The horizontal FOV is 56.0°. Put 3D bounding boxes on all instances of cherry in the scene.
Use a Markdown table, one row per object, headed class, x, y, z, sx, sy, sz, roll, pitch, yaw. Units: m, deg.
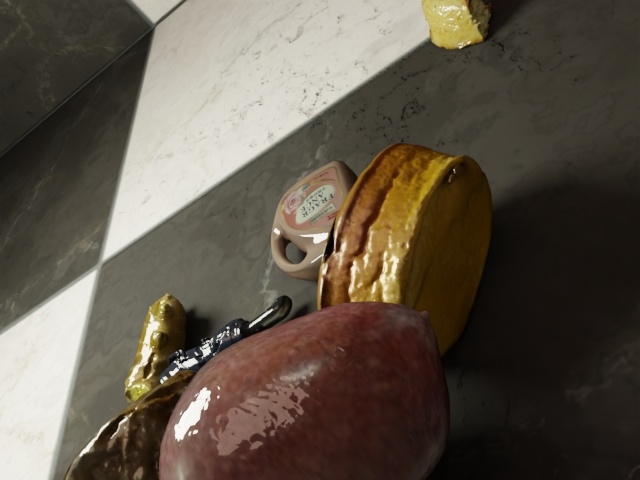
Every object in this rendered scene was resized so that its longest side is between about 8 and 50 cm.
| class | x | y | z | sx | sy | sz | roll | pitch | yaw |
| --- | --- | --- | --- | --- | --- | --- | --- | --- | --- |
| cherry | -0.008 | 0.177 | 0.560 | 0.307 | 0.261 | 0.221 | -40 | 78 | 9 |

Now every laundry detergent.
| class | x | y | z | sx | sy | sz | roll | pitch | yaw |
| --- | --- | --- | --- | --- | --- | --- | --- | --- | --- |
| laundry detergent | 0.000 | 0.000 | 0.918 | 0.171 | 0.076 | 0.237 | -31 | 42 | 21 |

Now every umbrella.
| class | x | y | z | sx | sy | sz | roll | pitch | yaw |
| --- | --- | --- | --- | --- | --- | --- | --- | --- | --- |
| umbrella | -0.148 | 0.159 | 0.918 | 0.248 | 0.071 | 0.071 | -35 | 38 | 17 |

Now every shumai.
| class | x | y | z | sx | sy | sz | roll | pitch | yaw |
| --- | --- | --- | --- | --- | --- | --- | --- | --- | --- |
| shumai | -0.152 | 0.346 | 0.718 | 0.283 | 0.217 | 0.346 | 16 | 76 | 16 |

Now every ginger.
| class | x | y | z | sx | sy | sz | roll | pitch | yaw |
| --- | --- | --- | --- | --- | --- | --- | --- | --- | --- |
| ginger | -0.263 | 0.169 | 1.006 | 0.115 | 0.081 | 0.205 | -37 | 37 | 32 |

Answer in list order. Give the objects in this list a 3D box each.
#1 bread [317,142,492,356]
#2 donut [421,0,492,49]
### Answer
| class | x | y | z | sx | sy | sz | roll | pitch | yaw |
| --- | --- | --- | --- | --- | --- | --- | --- | --- | --- |
| bread | 0.101 | 0.015 | 0.708 | 0.143 | 0.195 | 0.269 | 9 | 70 | 38 |
| donut | 0.244 | -0.437 | 1.070 | 0.141 | 0.085 | 0.217 | -11 | 51 | 38 |
